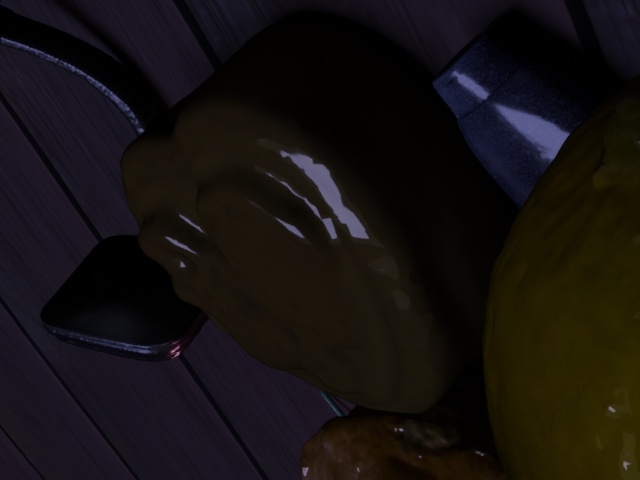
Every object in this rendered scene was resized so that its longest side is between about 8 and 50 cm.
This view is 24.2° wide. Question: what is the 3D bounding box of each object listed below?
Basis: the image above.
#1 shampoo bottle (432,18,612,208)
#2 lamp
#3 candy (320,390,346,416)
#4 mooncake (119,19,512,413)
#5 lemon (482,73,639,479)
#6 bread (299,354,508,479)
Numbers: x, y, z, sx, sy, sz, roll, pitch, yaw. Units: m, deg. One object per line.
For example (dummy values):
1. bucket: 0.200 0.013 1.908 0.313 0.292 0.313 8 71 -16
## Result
1. shampoo bottle: 0.148 -0.006 0.691 0.234 0.049 0.087 45 151 -6
2. lamp: -0.177 -0.030 0.939 0.124 0.203 0.283 -7 125 32
3. candy: 0.042 0.156 1.107 0.123 0.035 0.035 46 144 10
4. mooncake: 0.000 0.000 0.831 0.235 0.117 0.235 31 148 22
5. lemon: 0.190 0.061 0.517 0.284 0.260 0.260 39 153 0
6. bread: 0.098 0.142 0.898 0.229 0.143 0.139 21 137 26
